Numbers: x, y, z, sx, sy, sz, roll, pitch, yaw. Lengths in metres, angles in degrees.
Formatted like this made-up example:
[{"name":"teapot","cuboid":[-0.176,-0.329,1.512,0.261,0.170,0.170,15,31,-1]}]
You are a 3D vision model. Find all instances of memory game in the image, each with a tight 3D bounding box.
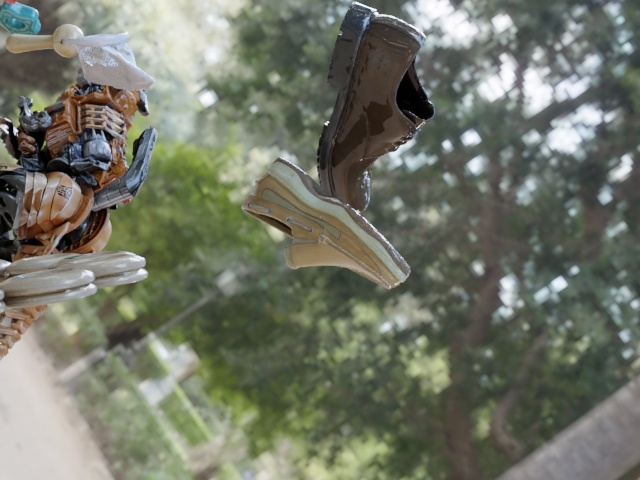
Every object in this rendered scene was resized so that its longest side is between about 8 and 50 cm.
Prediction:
[{"name":"memory game","cuboid":[-0.160,0.021,0.570,0.186,0.186,0.012,-162,-116,-79]}]

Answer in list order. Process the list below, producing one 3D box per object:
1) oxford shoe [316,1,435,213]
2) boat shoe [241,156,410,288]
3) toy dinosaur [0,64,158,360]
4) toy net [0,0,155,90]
[{"name":"oxford shoe","cuboid":[0.052,-0.103,1.353,0.096,0.083,0.227,18,-46,9]},{"name":"boat shoe","cuboid":[0.000,0.000,1.292,0.190,0.072,0.068,37,-11,43]},{"name":"toy dinosaur","cuboid":[-0.261,-0.034,1.308,0.322,0.218,0.164,-60,141,-47]},{"name":"toy net","cuboid":[-0.240,-0.196,1.246,0.232,0.045,0.122,21,-23,-20]}]
